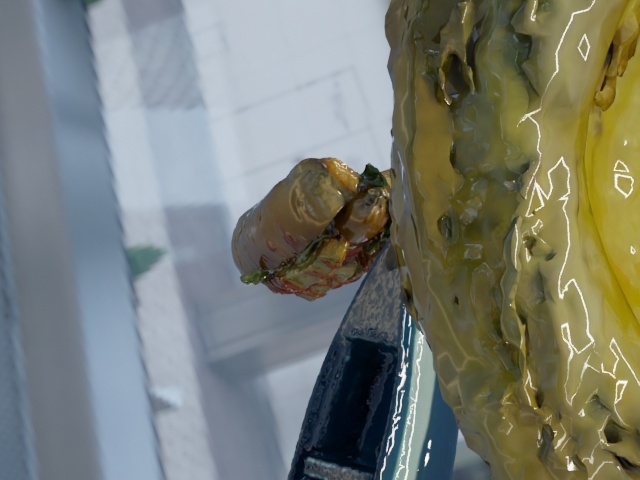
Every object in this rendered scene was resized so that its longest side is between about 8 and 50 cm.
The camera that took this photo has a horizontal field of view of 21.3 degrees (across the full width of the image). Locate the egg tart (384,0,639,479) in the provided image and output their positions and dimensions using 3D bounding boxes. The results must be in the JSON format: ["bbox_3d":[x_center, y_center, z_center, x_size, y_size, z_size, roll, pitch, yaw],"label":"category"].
[{"bbox_3d":[0.119,-0.012,0.493,0.118,0.288,0.288,-5,-69,55],"label":"egg tart"}]

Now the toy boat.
[{"bbox_3d":[0.030,0.142,0.997,0.096,0.061,0.299,4,-100,62],"label":"toy boat"}]

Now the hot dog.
[{"bbox_3d":[0.000,0.000,1.156,0.250,0.104,0.076,154,-58,-70],"label":"hot dog"}]
